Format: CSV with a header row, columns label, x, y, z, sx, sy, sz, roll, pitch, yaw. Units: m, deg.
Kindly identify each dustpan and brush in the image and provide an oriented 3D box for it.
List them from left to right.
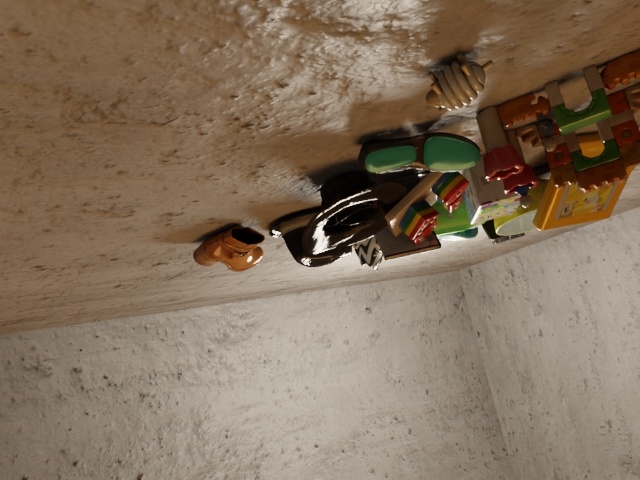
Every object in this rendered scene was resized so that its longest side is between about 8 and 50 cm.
label,x,y,z,sx,sy,sz,roll,pitch,yaw
dustpan and brush,0.278,-0.142,1.762,0.147,0.060,0.211,-11,168,-9

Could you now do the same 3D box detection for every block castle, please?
label,x,y,z,sx,sy,sz,roll,pitch,yaw
block castle,0.610,-0.238,1.303,0.453,0.213,0.303,-19,167,25

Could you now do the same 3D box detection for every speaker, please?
label,x,y,z,sx,sy,sz,roll,pitch,yaw
speaker,0.430,-0.087,2.018,0.296,0.131,0.131,-10,168,-13

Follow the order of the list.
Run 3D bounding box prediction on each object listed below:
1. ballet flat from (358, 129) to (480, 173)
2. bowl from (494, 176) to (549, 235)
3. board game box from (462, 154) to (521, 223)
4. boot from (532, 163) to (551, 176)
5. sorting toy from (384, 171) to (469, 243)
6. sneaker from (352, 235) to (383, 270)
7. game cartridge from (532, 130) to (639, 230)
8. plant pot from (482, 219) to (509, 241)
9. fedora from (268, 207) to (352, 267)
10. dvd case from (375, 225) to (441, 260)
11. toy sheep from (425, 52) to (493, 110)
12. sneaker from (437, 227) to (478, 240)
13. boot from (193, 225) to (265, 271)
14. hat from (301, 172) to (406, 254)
label,x,y,z,sx,sy,sz,roll,pitch,yaw
ballet flat,0.224,-0.212,1.323,0.280,0.095,0.096,-2,-149,-6
bowl,0.730,-0.140,1.995,0.289,0.156,0.289,-13,163,-4
board game box,0.521,-0.158,1.746,0.142,0.144,0.275,-15,169,7
boot,0.740,-0.239,1.872,0.114,0.037,0.106,-15,167,32
sorting toy,0.317,-0.101,1.643,0.257,0.089,0.255,-43,165,2
sneaker,0.241,0.041,2.294,0.235,0.153,0.094,-13,179,29
game cartridge,0.831,-0.184,1.768,0.285,0.053,0.324,-10,134,-15
plant pot,0.704,-0.087,2.214,0.187,0.167,0.188,-17,167,16
fedora,0.000,0.000,1.910,0.334,0.152,0.334,-13,168,-3
dvd case,0.258,-0.044,1.828,0.180,0.253,0.022,-13,132,-4
toy sheep,0.249,-0.283,1.029,0.132,0.091,0.091,-26,163,29
sneaker,0.466,-0.038,2.311,0.319,0.127,0.208,3,162,-32
boot,-0.252,0.015,1.888,0.283,0.109,0.220,9,152,-43
hat,0.067,-0.099,1.572,0.331,0.134,0.331,-23,158,-10
